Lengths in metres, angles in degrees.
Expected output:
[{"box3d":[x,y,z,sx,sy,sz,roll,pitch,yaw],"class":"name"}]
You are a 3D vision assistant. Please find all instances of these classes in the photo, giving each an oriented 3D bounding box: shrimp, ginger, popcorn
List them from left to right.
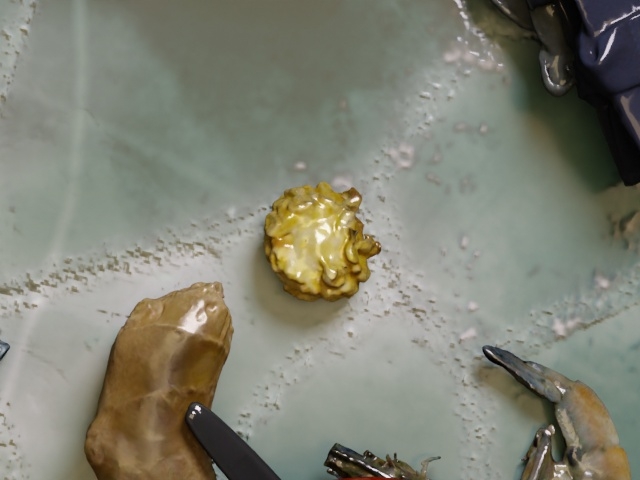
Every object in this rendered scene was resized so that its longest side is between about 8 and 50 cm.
[{"box3d":[-0.103,0.117,1.300,0.095,0.069,0.190,10,88,-1],"class":"ginger"},{"box3d":[0.000,0.000,1.323,0.082,0.057,0.083,36,88,3],"class":"popcorn"},{"box3d":[0.114,0.149,1.336,0.217,0.051,0.150,18,83,-13],"class":"shrimp"}]

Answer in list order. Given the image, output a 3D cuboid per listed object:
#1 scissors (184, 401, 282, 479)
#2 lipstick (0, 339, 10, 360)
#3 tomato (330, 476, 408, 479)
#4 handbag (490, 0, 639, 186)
[{"box3d":[-0.018,0.186,1.302,0.088,0.017,0.220,-42,110,-3],"class":"scissors"},{"box3d":[-0.349,0.002,1.279,0.317,0.066,0.068,37,86,-4],"class":"lipstick"},{"box3d":[0.018,0.308,1.191,0.290,0.293,0.325,30,100,-3],"class":"tomato"},{"box3d":[0.215,-0.218,1.326,0.269,0.118,0.325,-26,90,-13],"class":"handbag"}]
